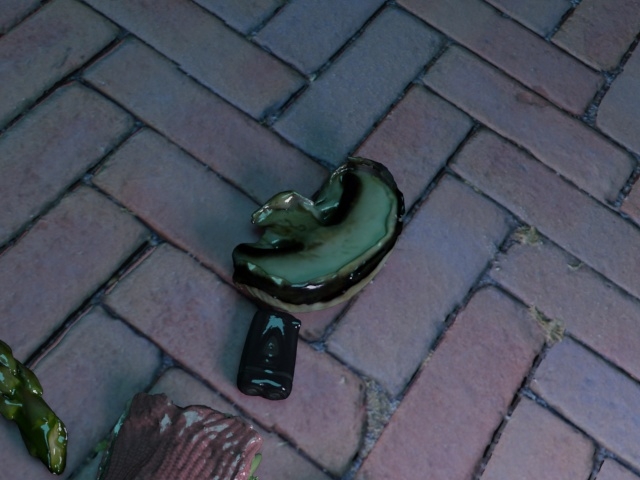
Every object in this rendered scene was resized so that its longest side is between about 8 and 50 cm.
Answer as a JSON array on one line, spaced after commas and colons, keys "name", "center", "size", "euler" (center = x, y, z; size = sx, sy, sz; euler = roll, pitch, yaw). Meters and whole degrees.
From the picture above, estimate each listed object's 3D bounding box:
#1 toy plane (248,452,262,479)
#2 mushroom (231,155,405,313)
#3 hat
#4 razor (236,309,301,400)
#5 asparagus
[{"name": "toy plane", "center": [-0.125, 0.360, 1.318], "size": [0.102, 0.040, 0.111], "euler": [33, 58, 19]}, {"name": "mushroom", "center": [0.001, 0.001, 1.533], "size": [0.248, 0.130, 0.344], "euler": [25, 53, 21]}, {"name": "hat", "center": [-0.232, 0.361, 1.251], "size": [0.237, 0.107, 0.286], "euler": [8, 52, 24]}, {"name": "razor", "center": [-0.083, 0.185, 1.429], "size": [0.090, 0.054, 0.148], "euler": [14, 55, -6]}, {"name": "asparagus", "center": [-0.458, 0.220, 1.300], "size": [0.287, 0.080, 0.080], "euler": [43, 58, 14]}]
